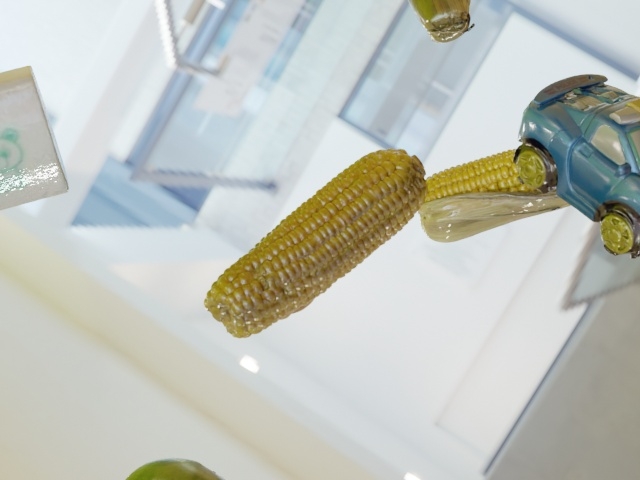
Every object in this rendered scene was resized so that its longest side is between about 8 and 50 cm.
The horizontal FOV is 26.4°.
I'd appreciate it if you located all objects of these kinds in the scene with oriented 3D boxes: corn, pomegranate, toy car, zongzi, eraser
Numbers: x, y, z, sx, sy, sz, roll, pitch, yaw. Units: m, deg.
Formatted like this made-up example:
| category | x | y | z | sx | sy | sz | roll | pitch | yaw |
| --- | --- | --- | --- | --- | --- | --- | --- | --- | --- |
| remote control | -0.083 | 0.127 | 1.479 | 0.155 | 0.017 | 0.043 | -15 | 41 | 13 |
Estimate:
| category | x | y | z | sx | sy | sz | roll | pitch | yaw |
| --- | --- | --- | --- | --- | --- | --- | --- | --- | --- |
| corn | 0.000 | 0.000 | 1.857 | 0.120 | 0.363 | 0.120 | 50 | 167 | 16 |
| pomegranate | -0.253 | 0.455 | 2.178 | 0.159 | 0.241 | 0.190 | 25 | -154 | 17 |
| toy car | 0.408 | -0.106 | 1.785 | 0.198 | 0.166 | 0.314 | -20 | -134 | -32 |
| zongzi | 0.220 | -0.372 | 2.312 | 0.204 | 0.094 | 0.205 | 49 | -164 | -50 |
| eraser | -0.508 | -0.115 | 1.863 | 0.290 | 0.189 | 0.104 | -16 | -150 | -8 |
| corn | 0.298 | -0.077 | 2.119 | 0.123 | 0.305 | 0.122 | 64 | -167 | -54 |

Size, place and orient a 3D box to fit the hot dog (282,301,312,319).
| category | x | y | z | sx | sy | sz | roll | pitch | yaw |
| --- | --- | --- | --- | --- | --- | --- | --- | --- | --- |
| hot dog | -0.021 | 0.026 | 2.219 | 0.068 | 0.249 | 0.100 | 39 | -145 | 18 |
